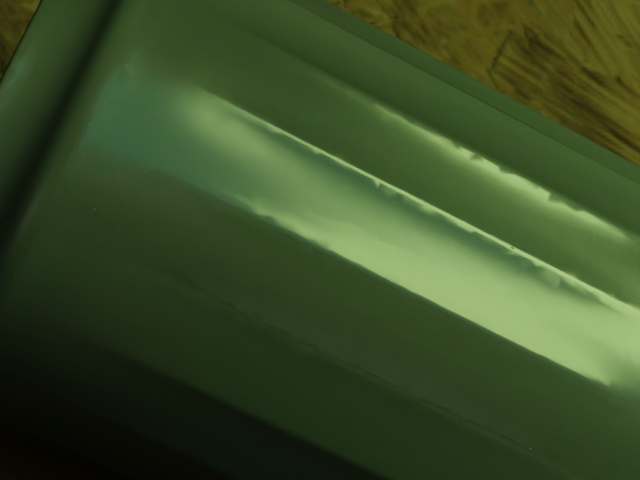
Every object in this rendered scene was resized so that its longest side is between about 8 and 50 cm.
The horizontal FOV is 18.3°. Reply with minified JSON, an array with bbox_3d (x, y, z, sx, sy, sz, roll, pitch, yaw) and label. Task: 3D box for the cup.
[{"bbox_3d":[0.000,0.000,0.931,0.327,0.237,0.323,26,28,-7],"label":"cup"}]
